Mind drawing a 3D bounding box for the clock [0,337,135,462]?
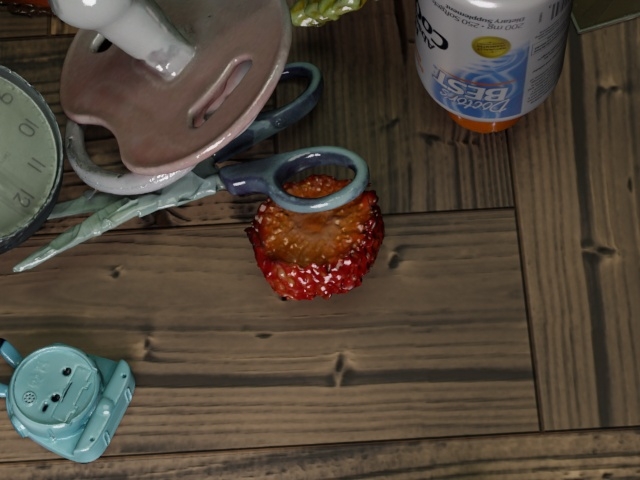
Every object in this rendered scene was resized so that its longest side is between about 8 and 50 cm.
[{"bbox_3d":[-0.266,0.150,1.635,0.147,0.045,0.108,19,65,11],"label":"clock"}]

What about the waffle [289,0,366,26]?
[{"bbox_3d":[0.075,-0.299,1.768,0.223,0.204,0.054,-35,100,-23],"label":"waffle"}]

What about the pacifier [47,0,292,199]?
[{"bbox_3d":[-0.168,-0.200,1.693,0.220,0.273,0.332,-21,37,-25],"label":"pacifier"}]

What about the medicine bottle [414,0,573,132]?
[{"bbox_3d":[0.173,-0.221,1.667,0.157,0.288,0.157,-1,63,2],"label":"medicine bottle"}]

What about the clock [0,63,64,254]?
[{"bbox_3d":[-0.366,-0.086,1.674,0.215,0.042,0.215,5,72,-15],"label":"clock"}]

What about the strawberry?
[{"bbox_3d":[0.000,0.000,1.667,0.145,0.086,0.145,-11,39,9],"label":"strawberry"}]

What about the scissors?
[{"bbox_3d":[-0.152,-0.062,1.713,0.383,0.029,0.256,-20,40,0],"label":"scissors"}]

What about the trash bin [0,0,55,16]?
[{"bbox_3d":[-0.303,-0.364,1.785,0.184,0.238,0.161,7,61,8],"label":"trash bin"}]

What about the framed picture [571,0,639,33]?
[{"bbox_3d":[0.318,-0.269,1.842,0.089,0.006,0.066,-17,65,-6],"label":"framed picture"}]
